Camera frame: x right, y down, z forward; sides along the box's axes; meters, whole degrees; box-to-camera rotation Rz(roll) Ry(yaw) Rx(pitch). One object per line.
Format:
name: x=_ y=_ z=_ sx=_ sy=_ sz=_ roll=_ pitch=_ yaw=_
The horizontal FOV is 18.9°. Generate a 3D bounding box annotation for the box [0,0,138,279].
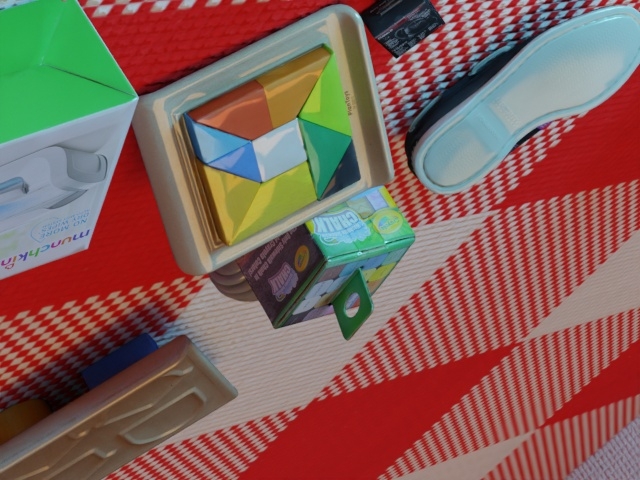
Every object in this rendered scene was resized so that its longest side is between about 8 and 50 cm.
box: x=-0.309 y=-0.059 z=1.555 sx=0.262 sy=0.127 sz=0.231 roll=-21 pitch=156 yaw=-30

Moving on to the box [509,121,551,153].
box: x=0.198 y=-0.119 z=2.296 sx=0.162 sy=0.029 sz=0.116 roll=-36 pitch=160 yaw=17

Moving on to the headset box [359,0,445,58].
headset box: x=0.079 y=-0.217 z=1.879 sx=0.062 sy=0.032 sz=0.083 roll=-36 pitch=159 yaw=11

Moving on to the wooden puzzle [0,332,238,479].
wooden puzzle: x=-0.278 y=0.220 z=2.351 sx=0.322 sy=0.080 sz=0.348 roll=-31 pitch=165 yaw=-1

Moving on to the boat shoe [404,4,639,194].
boat shoe: x=0.220 y=-0.170 z=2.123 sx=0.302 sy=0.091 sz=0.114 roll=-31 pitch=117 yaw=2

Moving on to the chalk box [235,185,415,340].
chalk box: x=0.000 y=0.000 z=2.013 sx=0.132 sy=0.213 sz=0.132 roll=-15 pitch=155 yaw=-39

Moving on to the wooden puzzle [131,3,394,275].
wooden puzzle: x=-0.048 y=-0.090 z=1.843 sx=0.238 sy=0.044 sz=0.221 roll=-25 pitch=131 yaw=-13

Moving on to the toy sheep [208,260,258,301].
toy sheep: x=-0.086 y=0.024 z=2.145 sx=0.091 sy=0.091 sz=0.132 roll=-35 pitch=146 yaw=10
